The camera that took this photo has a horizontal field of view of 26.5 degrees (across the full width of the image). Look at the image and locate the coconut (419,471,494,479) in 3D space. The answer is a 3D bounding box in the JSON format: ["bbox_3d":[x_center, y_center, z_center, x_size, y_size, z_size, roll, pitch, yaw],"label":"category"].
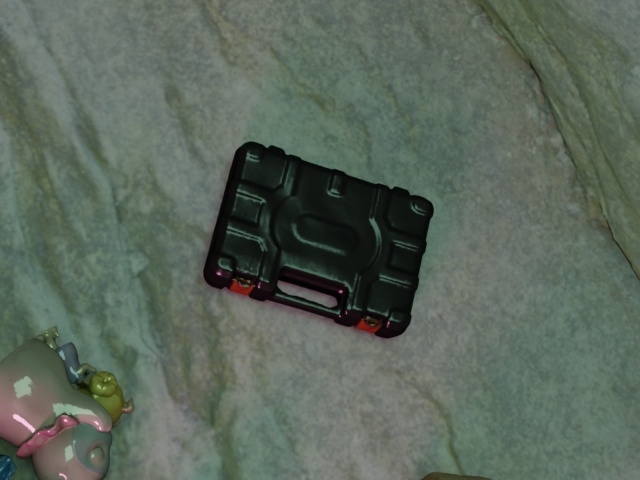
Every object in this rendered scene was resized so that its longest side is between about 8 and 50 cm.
[{"bbox_3d":[0.178,0.412,1.682,0.236,0.197,0.237,1,83,-10],"label":"coconut"}]

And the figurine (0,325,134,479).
[{"bbox_3d":[-0.300,0.234,1.639,0.235,0.127,0.155,48,42,2],"label":"figurine"}]

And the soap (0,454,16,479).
[{"bbox_3d":[-0.513,0.261,1.592,0.293,0.077,0.156,28,69,-7],"label":"soap"}]

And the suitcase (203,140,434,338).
[{"bbox_3d":[0.000,0.000,1.822,0.285,0.066,0.206,17,69,-11],"label":"suitcase"}]
